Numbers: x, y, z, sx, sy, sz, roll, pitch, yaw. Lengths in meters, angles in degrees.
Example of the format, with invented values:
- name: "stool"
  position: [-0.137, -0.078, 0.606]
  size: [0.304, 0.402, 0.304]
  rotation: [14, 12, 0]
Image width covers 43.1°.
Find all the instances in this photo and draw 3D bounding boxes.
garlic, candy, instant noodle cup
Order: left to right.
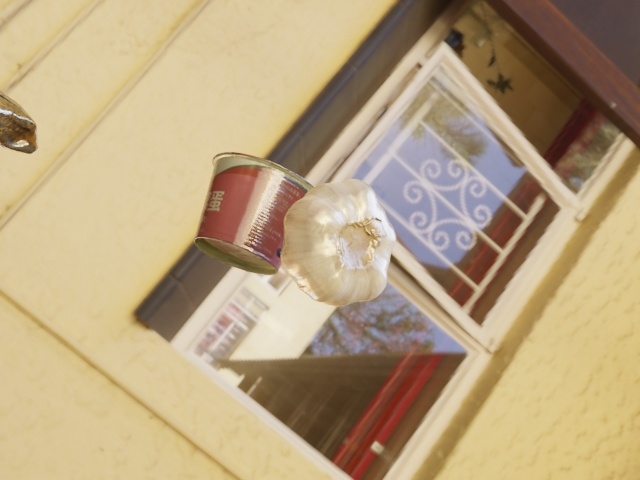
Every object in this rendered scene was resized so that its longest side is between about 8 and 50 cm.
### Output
- name: "candy"
  position: [-0.775, -0.304, 1.921]
  size: [0.101, 0.143, 0.271]
  rotation: [-40, 164, -3]
- name: "instant noodle cup"
  position: [-0.138, -0.046, 1.618]
  size: [0.178, 0.235, 0.235]
  rotation: [-69, -165, -17]
- name: "garlic"
  position: [0.000, 0.000, 1.280]
  size: [0.199, 0.199, 0.226]
  rotation: [-53, -155, -19]
